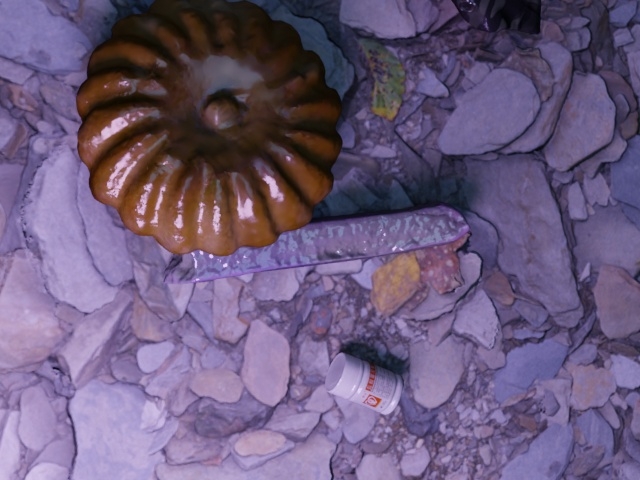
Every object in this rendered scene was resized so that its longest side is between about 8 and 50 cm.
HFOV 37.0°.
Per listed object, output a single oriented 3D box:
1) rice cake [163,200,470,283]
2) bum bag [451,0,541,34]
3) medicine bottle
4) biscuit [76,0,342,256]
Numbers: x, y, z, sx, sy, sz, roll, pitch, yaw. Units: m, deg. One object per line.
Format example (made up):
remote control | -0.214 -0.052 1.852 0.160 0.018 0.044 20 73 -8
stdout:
rice cake | 0.000 0.000 1.205 0.398 0.070 0.064 -8 92 -17
bum bag | 0.232 -0.395 1.198 0.144 0.095 0.341 24 59 -30
medicine bottle | 0.057 0.186 1.240 0.089 0.057 0.057 24 86 -16
biscuit | -0.120 -0.141 1.115 0.325 0.107 0.326 5 76 -19
